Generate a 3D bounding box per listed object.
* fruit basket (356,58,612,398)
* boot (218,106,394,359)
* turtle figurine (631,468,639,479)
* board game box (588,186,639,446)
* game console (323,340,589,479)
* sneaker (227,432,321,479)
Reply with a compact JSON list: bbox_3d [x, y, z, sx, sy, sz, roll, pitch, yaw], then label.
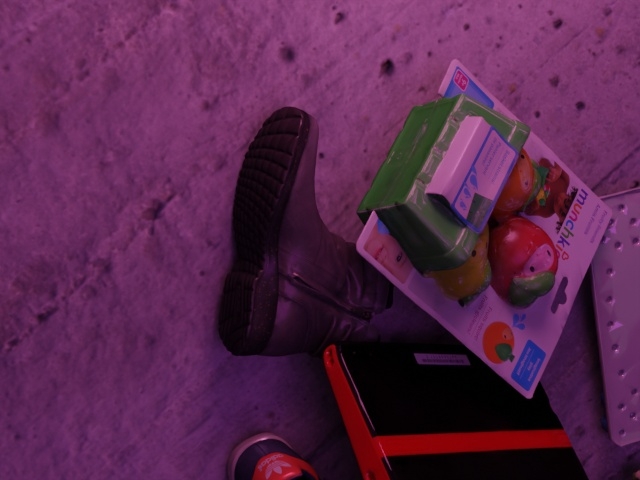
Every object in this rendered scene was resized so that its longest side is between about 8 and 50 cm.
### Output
[{"bbox_3d":[0.238,-0.017,1.619,0.353,0.165,0.327,38,65,-19],"label":"fruit basket"},{"bbox_3d":[0.000,0.000,1.603,0.223,0.118,0.338,6,103,-31],"label":"boot"},{"bbox_3d":[0.489,0.462,1.883,0.266,0.274,0.197,2,122,-4],"label":"turtle figurine"},{"bbox_3d":[0.587,0.083,1.872,0.390,0.050,0.389,-14,104,-15],"label":"board game box"},{"bbox_3d":[0.200,0.287,1.600,0.387,0.342,0.060,6,138,-40],"label":"game console"},{"bbox_3d":[-0.015,0.431,1.633,0.131,0.148,0.350,-32,110,-15],"label":"sneaker"}]
